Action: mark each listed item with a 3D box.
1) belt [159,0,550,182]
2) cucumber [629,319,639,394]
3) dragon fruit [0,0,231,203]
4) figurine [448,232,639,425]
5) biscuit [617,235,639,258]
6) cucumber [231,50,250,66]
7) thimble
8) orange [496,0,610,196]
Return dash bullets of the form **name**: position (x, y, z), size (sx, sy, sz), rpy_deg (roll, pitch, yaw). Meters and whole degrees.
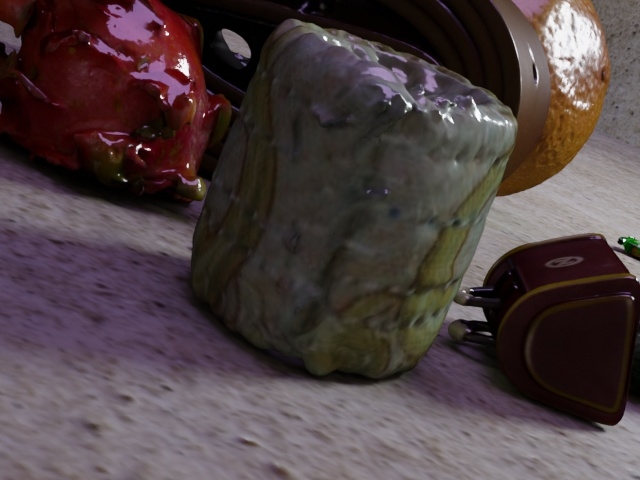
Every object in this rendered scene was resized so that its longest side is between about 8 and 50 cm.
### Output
- **belt**: position (-0.009, -0.138, 1.010), size (0.338, 0.217, 0.122), rpy_deg (23, 11, 17)
- **cucumber**: position (0.275, 0.079, 0.901), size (0.241, 0.074, 0.074), rpy_deg (13, 14, -32)
- **dragon fruit**: position (-0.138, -0.108, 0.858), size (0.150, 0.208, 0.133), rpy_deg (-27, 11, -13)
- **figurine**: position (0.121, 0.043, 0.812), size (0.098, 0.082, 0.154), rpy_deg (2, 12, 0)
- **biscuit**: position (0.348, 0.019, 1.452), size (0.089, 0.016, 0.046), rpy_deg (26, 14, 23)
- **cucumber**: position (-0.094, -0.130, 1.190), size (0.303, 0.072, 0.081), rpy_deg (24, 11, 8)
- **thimble**: position (0.016, -0.021, 0.699), size (0.137, 0.143, 0.190), rpy_deg (22, 11, -2)
- **orange**: position (0.140, -0.166, 1.353), size (0.264, 0.264, 0.264), rpy_deg (21, 11, -4)
